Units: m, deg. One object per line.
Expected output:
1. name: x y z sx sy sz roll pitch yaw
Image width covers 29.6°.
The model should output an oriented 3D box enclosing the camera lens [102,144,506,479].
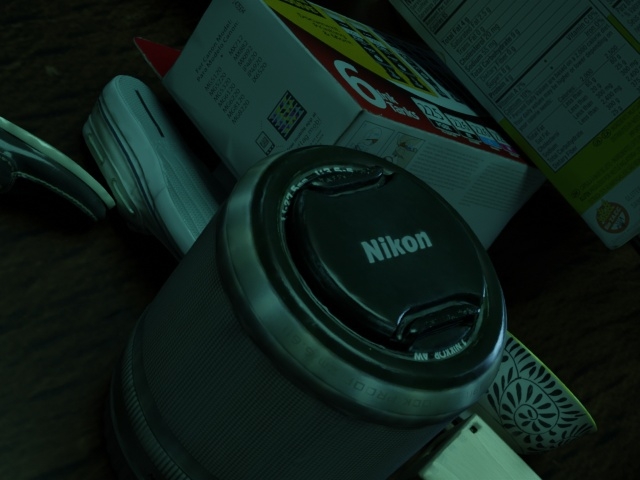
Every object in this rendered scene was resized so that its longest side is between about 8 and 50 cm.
1. camera lens: -0.016 0.082 0.881 0.219 0.274 0.219 21 44 -21

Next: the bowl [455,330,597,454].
1. bowl: 0.159 0.140 1.092 0.080 0.170 0.170 -45 85 -5

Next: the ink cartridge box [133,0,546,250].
1. ink cartridge box: 0.021 -0.126 1.127 0.309 0.130 0.272 10 34 -51

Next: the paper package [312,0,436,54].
1. paper package: 0.149 -0.287 1.428 0.309 0.168 0.325 17 46 -25

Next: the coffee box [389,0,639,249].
1. coffee box: 0.337 -0.261 1.153 0.334 0.338 0.337 49 37 7

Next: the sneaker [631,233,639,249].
1. sneaker: 0.428 -0.080 1.472 0.122 0.146 0.330 -20 69 -47

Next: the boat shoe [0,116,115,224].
1. boat shoe: -0.280 -0.068 0.989 0.233 0.084 0.079 30 79 -22

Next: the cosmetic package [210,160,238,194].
1. cosmetic package: 0.000 0.000 1.133 0.239 0.060 0.099 36 40 -5

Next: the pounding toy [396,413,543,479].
1. pounding toy: 0.126 0.202 1.003 0.130 0.141 0.100 45 69 6

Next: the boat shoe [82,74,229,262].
1. boat shoe: -0.139 -0.041 1.055 0.083 0.076 0.226 10 42 -47
